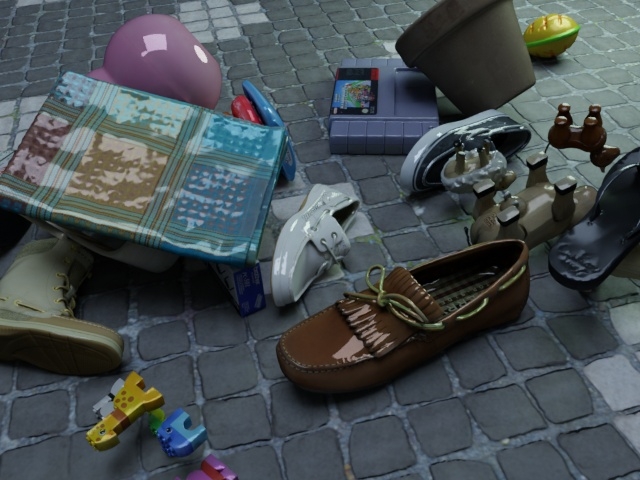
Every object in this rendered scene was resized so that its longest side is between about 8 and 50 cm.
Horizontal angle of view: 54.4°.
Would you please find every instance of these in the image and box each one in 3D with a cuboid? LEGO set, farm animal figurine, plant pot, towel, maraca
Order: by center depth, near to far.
[{"bbox_3d":[-0.214,0.236,0.742,0.227,0.087,0.093,26,49,31],"label":"LEGO set"},{"bbox_3d":[-0.246,-0.112,0.917,0.370,0.040,0.272,15,55,-6],"label":"towel"},{"bbox_3d":[0.379,-0.038,0.969,0.326,0.172,0.330,-14,48,6],"label":"farm animal figurine"},{"bbox_3d":[0.320,-0.378,1.277,0.263,0.263,0.229,-32,90,-29],"label":"plant pot"},{"bbox_3d":[0.545,-0.499,1.530,0.127,0.099,0.185,-28,21,-29],"label":"maraca"}]

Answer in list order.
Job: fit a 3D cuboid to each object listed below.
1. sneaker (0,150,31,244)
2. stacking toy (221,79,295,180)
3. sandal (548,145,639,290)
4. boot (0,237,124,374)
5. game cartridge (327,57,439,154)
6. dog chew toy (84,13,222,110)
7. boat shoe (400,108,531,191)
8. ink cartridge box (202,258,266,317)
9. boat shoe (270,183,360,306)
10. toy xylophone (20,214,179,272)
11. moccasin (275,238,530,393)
[{"bbox_3d":[-0.598,-0.082,1.136,0.144,0.090,0.270,0,38,6],"label":"sneaker"},{"bbox_3d":[-0.210,-0.152,1.159,0.301,0.175,0.166,-25,41,-7],"label":"stacking toy"},{"bbox_3d":[0.393,-0.038,0.811,0.097,0.054,0.254,27,64,34],"label":"sandal"},{"bbox_3d":[-0.379,0.089,0.922,0.261,0.095,0.203,4,40,14],"label":"boot"},{"bbox_3d":[0.139,-0.306,1.364,0.230,0.068,0.355,5,41,3],"label":"game cartridge"},{"bbox_3d":[-0.333,-0.232,1.091,0.332,0.206,0.207,-43,47,4],"label":"dog chew toy"},{"bbox_3d":[0.277,-0.158,1.153,0.301,0.108,0.102,-25,43,-33],"label":"boat shoe"},{"bbox_3d":[-0.155,0.018,0.980,0.046,0.097,0.207,-23,45,-21],"label":"ink cartridge box"},{"bbox_3d":[0.000,0.000,0.989,0.096,0.098,0.277,9,41,15],"label":"boat shoe"},{"bbox_3d":[-0.374,-0.038,0.992,0.322,0.236,0.081,23,85,20],"label":"toy xylophone"},{"bbox_3d":[0.121,0.092,0.837,0.379,0.147,0.139,-15,42,-13],"label":"moccasin"}]
